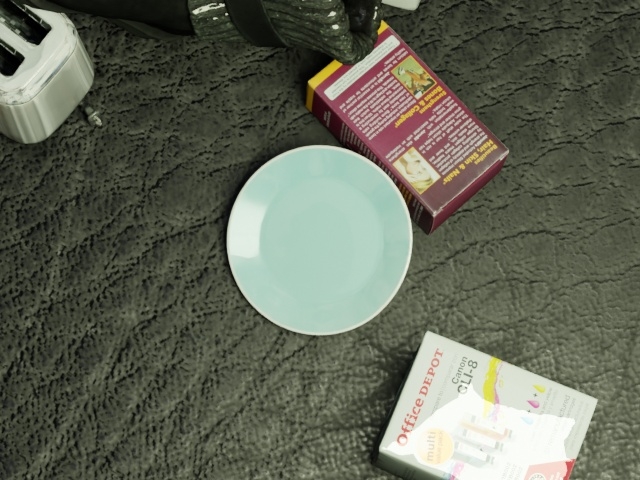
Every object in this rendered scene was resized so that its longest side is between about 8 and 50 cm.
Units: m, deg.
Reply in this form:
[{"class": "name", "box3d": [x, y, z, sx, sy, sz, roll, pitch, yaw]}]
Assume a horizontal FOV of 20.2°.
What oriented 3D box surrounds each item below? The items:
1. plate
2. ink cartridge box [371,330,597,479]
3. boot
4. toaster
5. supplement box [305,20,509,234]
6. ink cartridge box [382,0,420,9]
[{"class": "plate", "box3d": [0.000, 0.000, 1.782, 0.188, 0.024, 0.188, 0, 89, 11]}, {"class": "ink cartridge box", "box3d": [0.152, 0.183, 1.709, 0.176, 0.127, 0.128, 22, 77, 5]}, {"class": "boot", "box3d": [-0.111, -0.254, 1.670, 0.260, 0.348, 0.131, 10, 92, 27]}, {"class": "toaster", "box3d": [-0.318, -0.191, 1.776, 0.227, 0.146, 0.129, 39, 79, 7]}, {"class": "supplement box", "box3d": [0.085, -0.112, 1.801, 0.104, 0.081, 0.188, -41, 81, -11]}, {"class": "ink cartridge box", "box3d": [0.084, -0.425, 1.723, 0.160, 0.384, 0.279, 19, 77, 0]}]
